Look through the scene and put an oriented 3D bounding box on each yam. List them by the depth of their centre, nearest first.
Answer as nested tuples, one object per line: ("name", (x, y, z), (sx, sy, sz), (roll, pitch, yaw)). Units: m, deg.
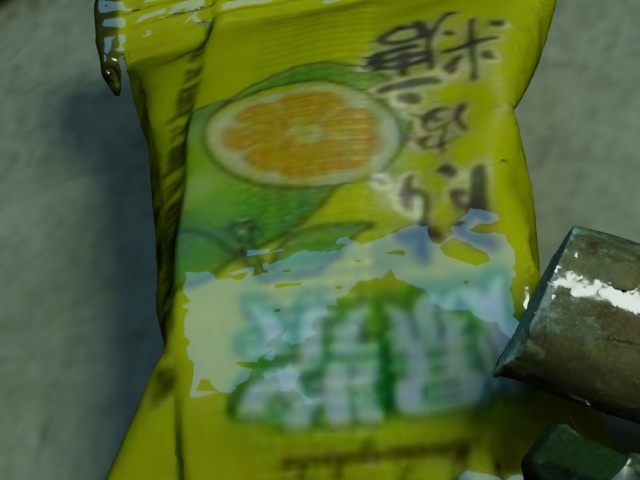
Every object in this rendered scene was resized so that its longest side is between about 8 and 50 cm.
("yam", (0.119, 0.037, 0.539), (0.132, 0.054, 0.054), (19, 54, 5))

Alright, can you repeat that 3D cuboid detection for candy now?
("candy", (0.000, 0.000, 0.636), (0.187, 0.081, 0.297), (-10, 53, 10))

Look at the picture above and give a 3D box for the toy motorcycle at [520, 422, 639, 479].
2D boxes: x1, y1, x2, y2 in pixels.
("toy motorcycle", (0.059, 0.127, 0.451), (0.205, 0.127, 0.275), (-44, 52, -15))
